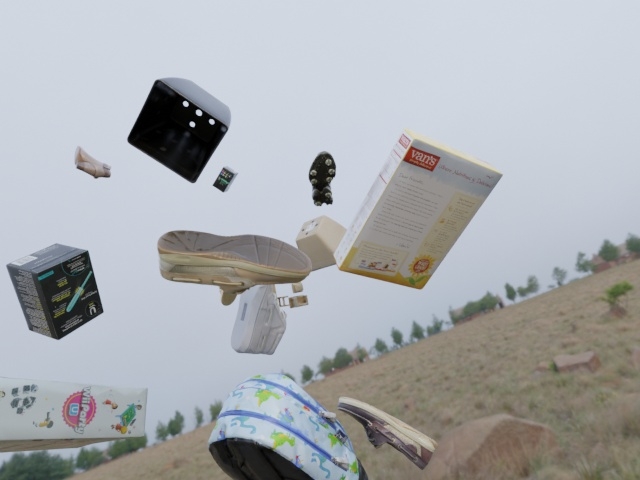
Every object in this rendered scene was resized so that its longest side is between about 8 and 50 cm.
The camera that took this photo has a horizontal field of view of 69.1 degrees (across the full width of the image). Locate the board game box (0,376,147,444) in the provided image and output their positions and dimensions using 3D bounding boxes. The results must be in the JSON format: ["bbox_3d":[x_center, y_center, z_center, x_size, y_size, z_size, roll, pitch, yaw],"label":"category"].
[{"bbox_3d":[-0.504,0.314,0.816,0.224,0.097,0.303,-20,-29,28],"label":"board game box"}]

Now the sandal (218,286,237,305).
[{"bbox_3d":[-0.389,0.177,1.944,0.079,0.240,0.088,-6,-46,24],"label":"sandal"}]

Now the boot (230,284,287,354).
[{"bbox_3d":[-0.143,0.174,1.225,0.123,0.258,0.095,18,-3,-36],"label":"boot"}]

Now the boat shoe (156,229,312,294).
[{"bbox_3d":[-0.170,0.052,0.930,0.303,0.109,0.098,7,-58,-6],"label":"boat shoe"}]

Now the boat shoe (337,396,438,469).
[{"bbox_3d":[0.169,0.516,1.252,0.092,0.285,0.103,-62,-11,-19],"label":"boat shoe"}]

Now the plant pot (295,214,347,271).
[{"bbox_3d":[0.000,0.000,1.185,0.109,0.096,0.109,-20,32,38],"label":"plant pot"}]

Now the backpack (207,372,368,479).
[{"bbox_3d":[-0.088,0.474,1.063,0.290,0.273,0.356,-20,-44,39],"label":"backpack"}]

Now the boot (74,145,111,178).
[{"bbox_3d":[-0.613,-0.208,1.255,0.087,0.118,0.042,14,-55,-38],"label":"boot"}]

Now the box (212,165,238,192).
[{"bbox_3d":[-0.352,-0.227,1.722,0.083,0.052,0.062,-57,3,12],"label":"box"}]

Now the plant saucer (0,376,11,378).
[{"bbox_3d":[-0.878,0.430,1.208,0.199,0.036,0.198,-18,-44,-18],"label":"plant saucer"}]

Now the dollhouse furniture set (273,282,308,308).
[{"bbox_3d":[-0.140,0.138,1.527,0.161,0.181,0.101,-7,-5,-28],"label":"dollhouse furniture set"}]

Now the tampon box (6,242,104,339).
[{"bbox_3d":[-0.563,0.106,0.996,0.102,0.160,0.120,10,26,25],"label":"tampon box"}]

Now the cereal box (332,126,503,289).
[{"bbox_3d":[0.148,-0.038,0.731,0.173,0.047,0.240,16,-62,-25],"label":"cereal box"}]

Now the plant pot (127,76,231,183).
[{"bbox_3d":[-0.329,-0.292,1.152,0.187,0.188,0.167,-49,17,30],"label":"plant pot"}]

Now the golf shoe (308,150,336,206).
[{"bbox_3d":[-0.001,-0.256,1.816,0.105,0.120,0.272,-4,-38,-7],"label":"golf shoe"}]
